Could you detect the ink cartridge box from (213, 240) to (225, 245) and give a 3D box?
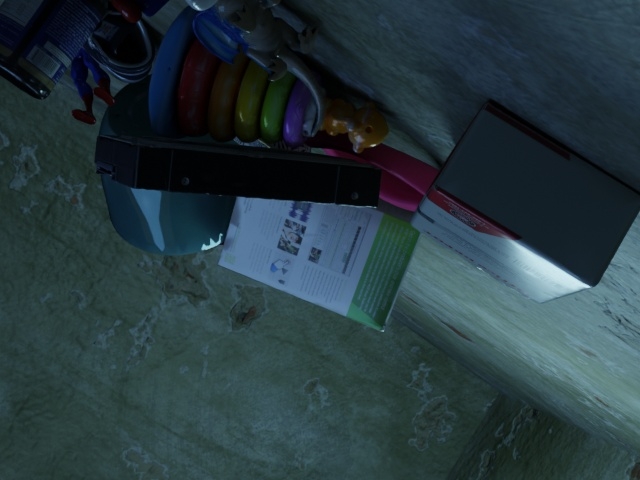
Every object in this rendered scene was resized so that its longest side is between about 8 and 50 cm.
[{"bbox_3d":[-0.201,-0.078,2.203,0.296,0.066,0.261,7,-154,13],"label":"ink cartridge box"}]

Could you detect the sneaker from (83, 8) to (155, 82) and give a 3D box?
[{"bbox_3d":[-0.392,-0.365,1.908,0.282,0.099,0.153,34,173,-15],"label":"sneaker"}]

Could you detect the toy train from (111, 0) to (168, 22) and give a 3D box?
[{"bbox_3d":[-0.252,-0.361,1.286,0.143,0.105,0.248,45,179,24],"label":"toy train"}]

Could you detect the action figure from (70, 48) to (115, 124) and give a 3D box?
[{"bbox_3d":[-0.448,-0.343,2.058,0.139,0.091,0.280,34,-155,-39],"label":"action figure"}]

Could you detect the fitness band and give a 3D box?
[{"bbox_3d":[0.085,-0.108,1.686,0.209,0.054,0.291,35,175,-20],"label":"fitness band"}]

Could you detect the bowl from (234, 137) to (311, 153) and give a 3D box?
[{"bbox_3d":[-0.073,-0.174,1.846,0.170,0.080,0.170,33,174,4],"label":"bowl"}]

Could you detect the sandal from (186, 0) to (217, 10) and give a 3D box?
[{"bbox_3d":[-0.142,-0.320,1.038,0.076,0.102,0.265,31,165,30],"label":"sandal"}]

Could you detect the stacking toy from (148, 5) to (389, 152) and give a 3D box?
[{"bbox_3d":[-0.055,-0.183,1.502,0.302,0.175,0.166,17,-174,9],"label":"stacking toy"}]

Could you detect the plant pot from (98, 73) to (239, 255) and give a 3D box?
[{"bbox_3d":[-0.269,-0.158,2.084,0.293,0.293,0.235,30,151,29],"label":"plant pot"}]

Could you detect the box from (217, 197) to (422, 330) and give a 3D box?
[{"bbox_3d":[0.000,0.000,1.997,0.322,0.232,0.058,23,-147,5],"label":"box"}]

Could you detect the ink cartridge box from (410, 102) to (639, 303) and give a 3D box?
[{"bbox_3d":[0.220,-0.031,1.307,0.197,0.114,0.273,32,173,3],"label":"ink cartridge box"}]

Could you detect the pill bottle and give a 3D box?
[{"bbox_3d":[-0.376,-0.317,1.616,0.123,0.219,0.123,33,174,4],"label":"pill bottle"}]

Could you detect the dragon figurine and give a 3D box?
[{"bbox_3d":[-0.086,-0.246,1.313,0.144,0.085,0.289,30,169,44],"label":"dragon figurine"}]

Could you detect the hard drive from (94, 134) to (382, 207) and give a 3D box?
[{"bbox_3d":[-0.117,-0.097,1.573,0.339,0.064,0.237,3,-174,-23],"label":"hard drive"}]
